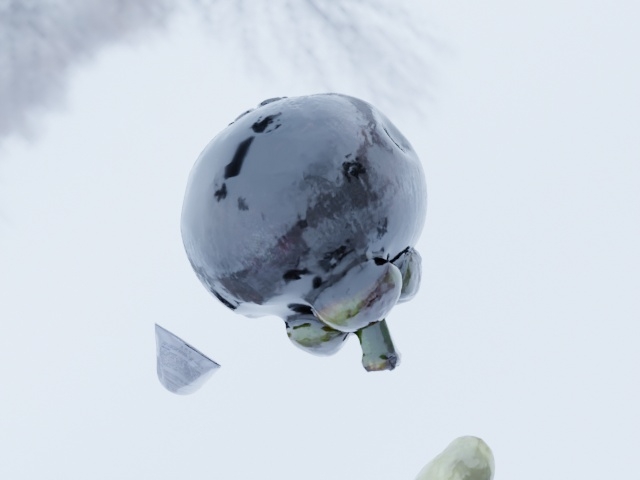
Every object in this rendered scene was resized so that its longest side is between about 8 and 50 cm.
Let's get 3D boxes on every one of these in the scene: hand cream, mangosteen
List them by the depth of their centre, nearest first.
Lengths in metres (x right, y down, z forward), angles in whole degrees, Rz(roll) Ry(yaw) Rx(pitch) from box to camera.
[{"bbox_3d":[0.000,0.000,1.994,0.275,0.302,0.275,-29,176,-2],"label":"mangosteen"},{"bbox_3d":[-0.145,0.129,2.100,0.053,0.084,0.142,-56,175,-22],"label":"hand cream"}]

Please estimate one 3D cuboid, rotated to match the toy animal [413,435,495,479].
[{"bbox_3d":[0.118,0.194,0.939,0.168,0.233,0.121,-36,137,-44],"label":"toy animal"}]
